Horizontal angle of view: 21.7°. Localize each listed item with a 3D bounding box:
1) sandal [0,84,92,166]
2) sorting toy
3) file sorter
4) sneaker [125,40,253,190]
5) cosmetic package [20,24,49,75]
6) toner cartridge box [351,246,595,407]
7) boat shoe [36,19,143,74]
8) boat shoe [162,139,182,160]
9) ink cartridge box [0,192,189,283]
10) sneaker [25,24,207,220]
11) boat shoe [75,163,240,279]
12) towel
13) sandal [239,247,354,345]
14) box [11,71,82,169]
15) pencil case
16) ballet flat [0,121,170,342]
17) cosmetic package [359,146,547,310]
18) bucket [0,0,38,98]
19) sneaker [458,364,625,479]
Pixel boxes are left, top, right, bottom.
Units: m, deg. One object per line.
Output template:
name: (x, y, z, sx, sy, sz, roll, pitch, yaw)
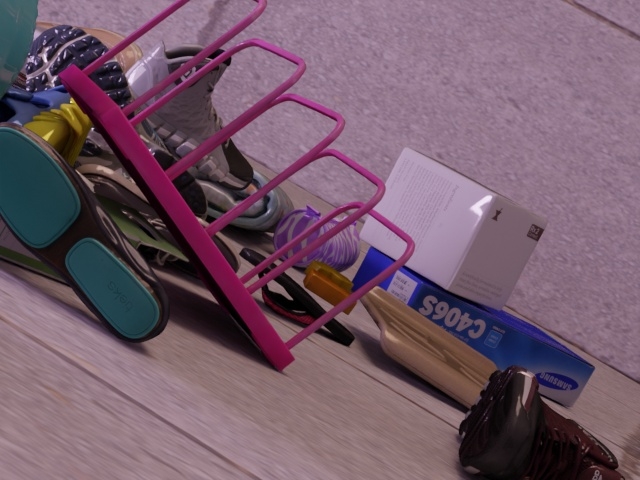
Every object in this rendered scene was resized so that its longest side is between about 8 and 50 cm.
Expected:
sandal: (-0.301, -0.108, 1.623, 0.138, 0.126, 0.317, 25, 4, -3)
sorting toy: (0.101, 0.119, 1.961, 0.307, 0.041, 0.229, 34, 9, -11)
file sorter: (-0.071, -0.071, 1.544, 0.290, 0.182, 0.202, 56, -7, -24)
sneaker: (-0.134, -0.162, 2.036, 0.229, 0.132, 0.086, 36, 11, -36)
cosmetic package: (-0.405, -0.243, 2.389, 0.085, 0.117, 0.231, 29, 6, 4)
toner cartridge box: (0.221, 0.127, 2.436, 0.348, 0.075, 0.165, 26, 7, -31)
boat shoe: (-0.424, -0.283, 2.623, 0.341, 0.121, 0.110, 12, 6, 35)
boat shoe: (-0.270, -0.135, 2.105, 0.091, 0.109, 0.305, 32, 6, -37)
ink cartridge box: (-0.224, -0.013, 1.396, 0.209, 0.062, 0.109, 24, 9, -42)
sneaker: (-0.233, -0.107, 1.862, 0.283, 0.110, 0.122, 57, -6, 1)
boat shoe: (-0.173, 0.001, 1.704, 0.206, 0.075, 0.065, 33, 46, -26)
towel: (-0.210, -0.125, 2.396, 0.374, 0.090, 0.320, 30, 4, 5)
sandal: (-0.030, 0.071, 1.846, 0.179, 0.040, 0.067, 43, 2, -33)
box: (-0.411, -0.175, 1.901, 0.242, 0.076, 0.307, 33, 6, 35)
pencil case: (0.000, 0.000, 2.390, 0.086, 0.088, 0.206, 38, 8, 13)
ballet flat: (-0.188, -0.006, 1.291, 0.203, 0.074, 0.074, 50, 5, -2)
cosmetic package: (0.189, -0.016, 2.380, 0.184, 0.151, 0.151, 32, 7, 39)
bucket: (-0.388, -0.217, 1.427, 0.281, 0.281, 0.183, 31, 0, 18)
sneaker: (0.222, 0.198, 1.583, 0.162, 0.106, 0.281, 33, 5, 3)
